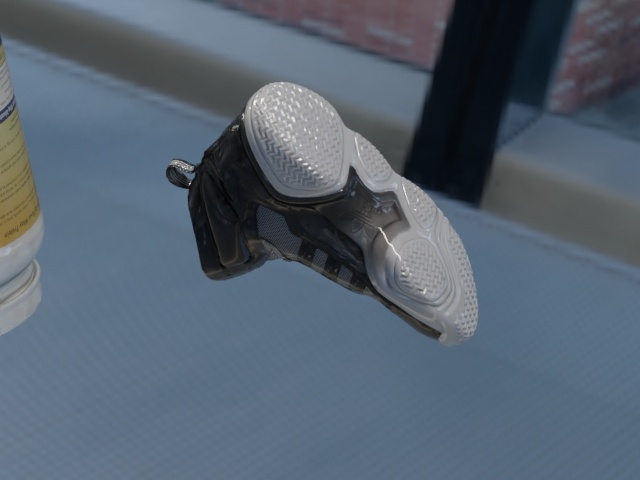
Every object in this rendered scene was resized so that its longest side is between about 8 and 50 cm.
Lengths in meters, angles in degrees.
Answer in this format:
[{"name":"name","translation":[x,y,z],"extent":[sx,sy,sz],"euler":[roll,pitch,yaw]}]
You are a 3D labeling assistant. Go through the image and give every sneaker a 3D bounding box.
[{"name":"sneaker","translation":[0.000,0.000,1.358],"extent":[0.153,0.268,0.101],"euler":[-28,28,36]}]

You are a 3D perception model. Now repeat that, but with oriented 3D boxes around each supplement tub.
[{"name":"supplement tub","translation":[-0.398,-0.067,1.667],"extent":[0.228,0.316,0.228],"euler":[-8,23,3]}]
